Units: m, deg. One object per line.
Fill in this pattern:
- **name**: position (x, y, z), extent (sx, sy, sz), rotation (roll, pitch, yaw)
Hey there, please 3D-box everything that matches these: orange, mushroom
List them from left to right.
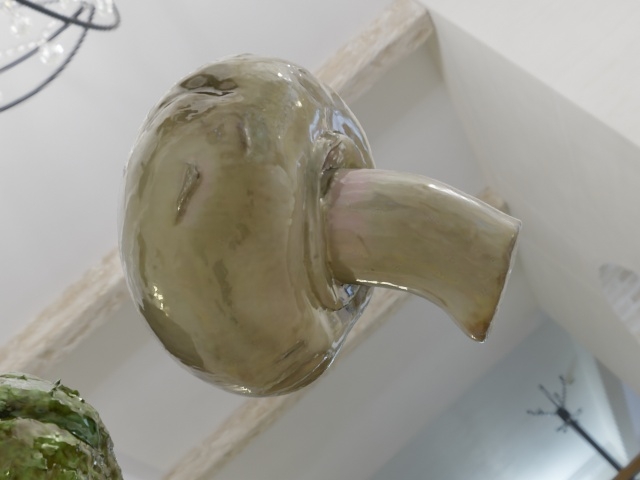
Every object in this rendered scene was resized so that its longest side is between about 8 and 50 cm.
- **orange**: position (-0.303, 0.266, 0.781), extent (0.223, 0.300, 0.301), rotation (26, -48, -23)
- **mushroom**: position (-0.026, 0.003, 0.774), extent (0.356, 0.315, 0.315), rotation (33, -76, -16)
